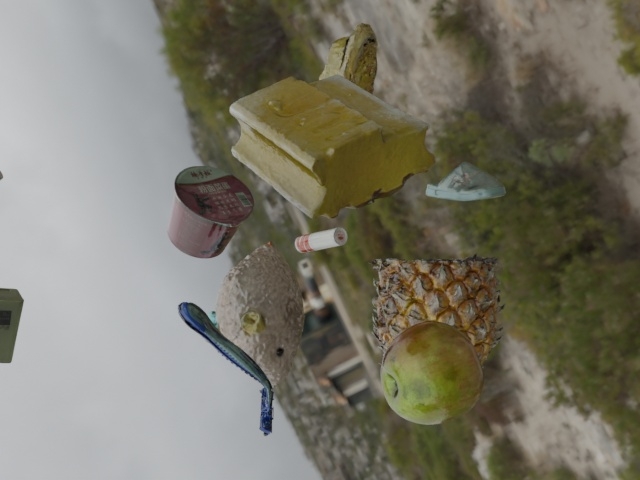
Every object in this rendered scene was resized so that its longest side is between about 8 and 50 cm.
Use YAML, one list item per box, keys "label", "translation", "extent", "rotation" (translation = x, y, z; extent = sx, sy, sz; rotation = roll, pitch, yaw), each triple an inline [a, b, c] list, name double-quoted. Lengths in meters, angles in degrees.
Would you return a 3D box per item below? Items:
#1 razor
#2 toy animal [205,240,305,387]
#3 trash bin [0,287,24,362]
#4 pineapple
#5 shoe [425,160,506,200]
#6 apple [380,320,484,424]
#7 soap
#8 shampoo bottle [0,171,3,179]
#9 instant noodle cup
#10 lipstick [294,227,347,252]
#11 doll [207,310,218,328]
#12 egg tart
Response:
- label: "razor"
  translation: [-0.145, 0.208, 1.584]
  extent: [0.093, 0.056, 0.324]
  rotation: [-91, -24, -48]
- label: "toy animal"
  translation: [-0.148, 0.167, 2.239]
  extent: [0.226, 0.188, 0.358]
  rotation: [20, -121, -42]
- label: "trash bin"
  translation: [-0.441, 0.117, 1.266]
  extent: [0.061, 0.043, 0.092]
  rotation: [28, 111, 59]
- label: "pineapple"
  translation: [0.285, 0.179, 2.285]
  extent: [0.352, 0.352, 0.300]
  rotation: [47, -132, -85]
- label: "shoe"
  translation: [0.290, -0.121, 1.868]
  extent: [0.195, 0.079, 0.078]
  rotation: [2, 99, 55]
- label: "apple"
  translation: [0.202, 0.251, 1.705]
  extent: [0.196, 0.196, 0.196]
  rotation: [-26, -90, -89]
- label: "soap"
  translation: [0.016, -0.174, 1.570]
  extent: [0.281, 0.259, 0.143]
  rotation: [36, 140, 46]
- label: "shampoo bottle"
  translation: [-0.869, -0.076, 2.093]
  extent: [0.092, 0.303, 0.092]
  rotation: [48, 178, 3]
- label: "instant noodle cup"
  translation: [-0.327, -0.072, 2.599]
  extent: [0.178, 0.234, 0.235]
  rotation: [-61, 39, 37]
- label: "lipstick"
  translation: [0.000, 0.000, 1.919]
  extent: [0.130, 0.038, 0.038]
  rotation: [-11, 109, 50]
- label: "doll"
  translation: [-0.239, 0.226, 2.546]
  extent: [0.159, 0.158, 0.059]
  rotation: [-48, -42, -47]
- label: "egg tart"
  translation: [0.050, -0.340, 2.015]
  extent: [0.291, 0.107, 0.291]
  rotation: [16, -90, -78]
